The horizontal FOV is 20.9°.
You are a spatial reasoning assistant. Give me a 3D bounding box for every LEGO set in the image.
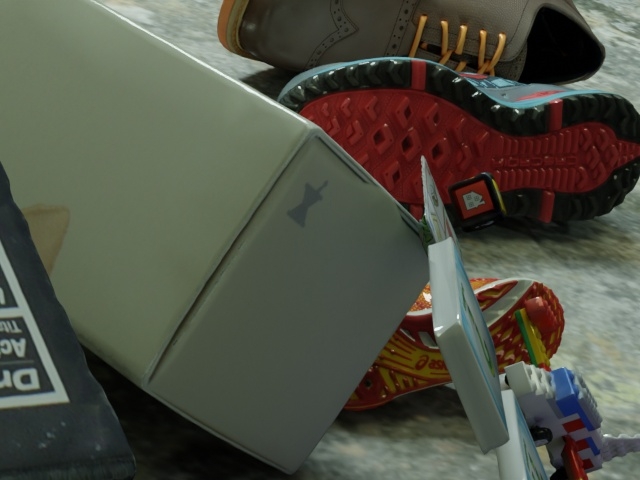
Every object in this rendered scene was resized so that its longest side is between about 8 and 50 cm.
[{"bbox_3d":[0.093,0.056,0.700,0.060,0.182,0.244,-20,20,9],"label":"LEGO set"}]

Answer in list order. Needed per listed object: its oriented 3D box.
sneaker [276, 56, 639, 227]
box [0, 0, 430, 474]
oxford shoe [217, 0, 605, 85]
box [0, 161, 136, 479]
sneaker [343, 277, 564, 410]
[{"bbox_3d":[0.070,-0.058,1.080,0.262,0.104,0.125,6,7,-34],"label":"sneaker"},{"bbox_3d":[-0.114,-0.038,0.771,0.311,0.121,0.148,31,-6,34],"label":"box"},{"bbox_3d":[0.080,-0.163,1.261,0.364,0.130,0.133,-10,40,-47],"label":"oxford shoe"},{"bbox_3d":[-0.255,0.002,0.460,0.296,0.183,0.294,-2,52,-38],"label":"box"},{"bbox_3d":[0.032,0.050,0.835,0.175,0.064,0.067,1,-6,-24],"label":"sneaker"}]
